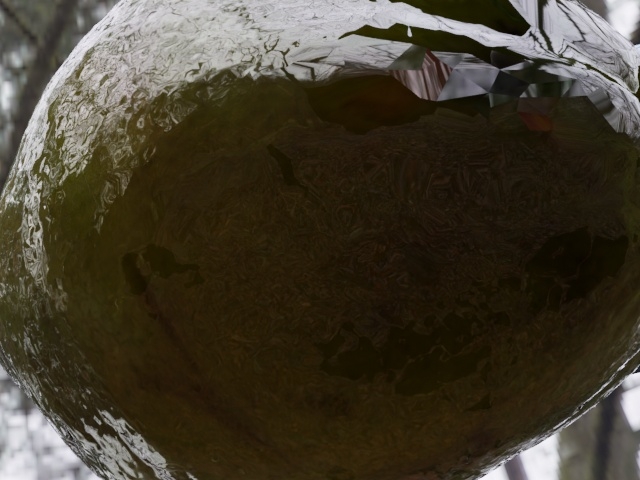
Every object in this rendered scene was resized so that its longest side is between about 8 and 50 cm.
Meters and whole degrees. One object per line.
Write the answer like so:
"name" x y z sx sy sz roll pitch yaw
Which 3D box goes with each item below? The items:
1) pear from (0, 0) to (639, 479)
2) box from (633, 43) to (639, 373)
"pear" 0.000 0.000 0.796 0.321 0.269 0.269 -9 -49 24
"box" 0.174 -0.019 0.908 0.232 0.083 0.142 -15 -66 40
